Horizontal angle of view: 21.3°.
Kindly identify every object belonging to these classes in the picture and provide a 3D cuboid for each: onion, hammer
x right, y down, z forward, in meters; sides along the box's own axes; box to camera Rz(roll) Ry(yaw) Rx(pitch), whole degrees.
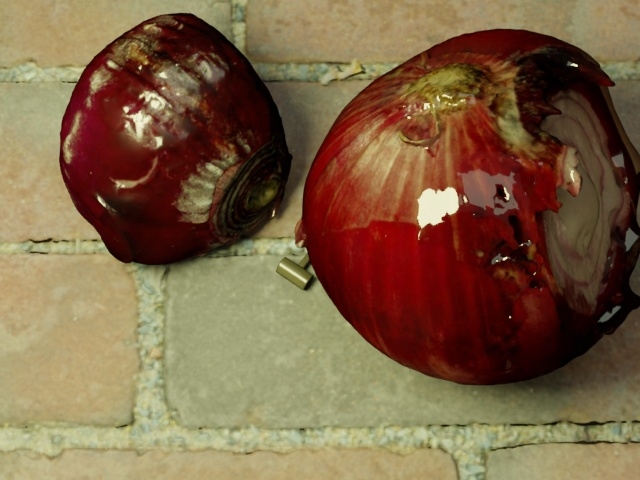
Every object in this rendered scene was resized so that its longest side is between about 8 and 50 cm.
[{"bbox_3d":[0.136,-0.032,1.589,0.341,0.341,0.341,0,67,-1],"label":"onion"},{"bbox_3d":[-0.159,-0.100,1.674,0.216,0.207,0.206,39,68,21],"label":"onion"},{"bbox_3d":[0.000,0.000,1.729,0.035,0.019,0.110,33,68,12],"label":"hammer"}]
